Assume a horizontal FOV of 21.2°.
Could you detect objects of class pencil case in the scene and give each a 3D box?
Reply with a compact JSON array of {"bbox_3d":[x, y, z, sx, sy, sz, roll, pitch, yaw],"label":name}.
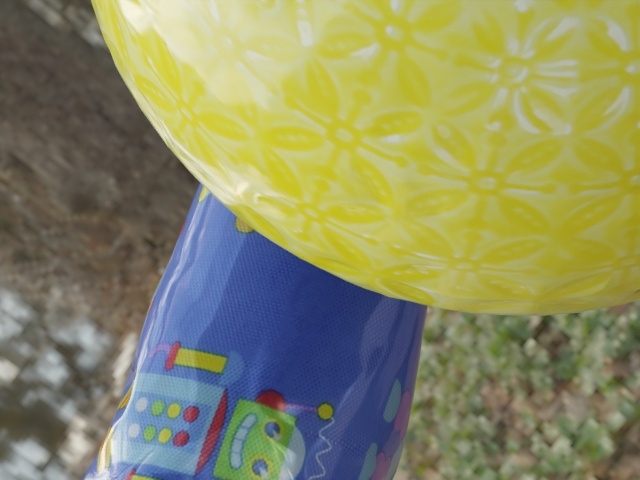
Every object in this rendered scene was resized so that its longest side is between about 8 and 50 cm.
[{"bbox_3d":[0.000,0.000,0.684,0.133,0.119,0.306,106,-177,-69],"label":"pencil case"}]

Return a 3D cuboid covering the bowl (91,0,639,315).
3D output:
[{"bbox_3d":[0.063,-0.129,0.484,0.289,0.289,0.156,-53,-4,-6],"label":"bowl"}]
